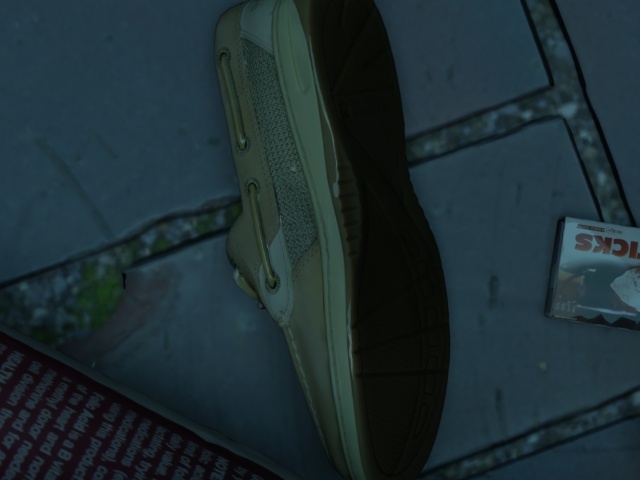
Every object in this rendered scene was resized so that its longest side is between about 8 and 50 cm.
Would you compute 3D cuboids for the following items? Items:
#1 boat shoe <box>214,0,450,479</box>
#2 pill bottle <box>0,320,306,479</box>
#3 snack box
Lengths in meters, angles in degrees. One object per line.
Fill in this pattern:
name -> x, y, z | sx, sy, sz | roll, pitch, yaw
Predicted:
boat shoe -> 0.000, 0.000, 0.892 | 0.098, 0.109, 0.302 | -10, 90, 36
pill bottle -> -0.133, 0.190, 0.811 | 0.392, 0.224, 0.224 | 28, 87, -2
snack box -> 0.232, 0.030, 0.936 | 0.178, 0.022, 0.064 | 9, 87, -3
